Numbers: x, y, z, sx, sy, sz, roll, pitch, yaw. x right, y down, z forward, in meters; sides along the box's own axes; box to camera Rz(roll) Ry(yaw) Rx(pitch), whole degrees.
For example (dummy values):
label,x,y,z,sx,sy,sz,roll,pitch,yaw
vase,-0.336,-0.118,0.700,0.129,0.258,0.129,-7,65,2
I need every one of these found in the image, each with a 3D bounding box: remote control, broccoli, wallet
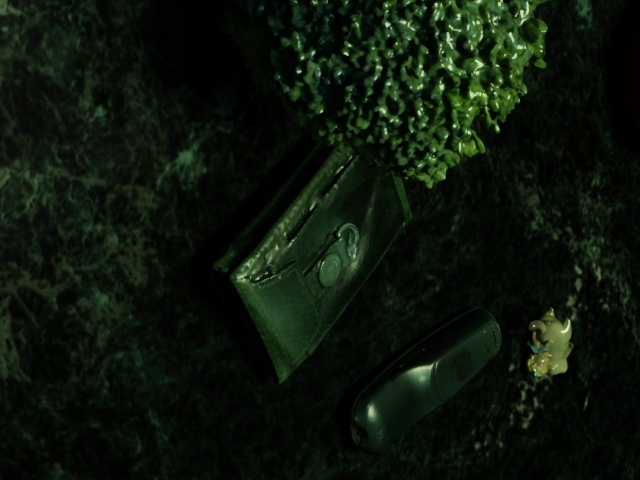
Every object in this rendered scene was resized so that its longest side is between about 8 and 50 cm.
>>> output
label,x,y,z,sx,sy,sz,roll,pitch,yaw
remote control,0.109,0.140,1.622,0.222,0.042,0.072,-35,123,-36
broccoli,0.038,-0.222,1.364,0.249,0.302,0.375,-4,74,-24
wallet,0.002,0.001,1.481,0.236,0.055,0.160,-50,136,-27

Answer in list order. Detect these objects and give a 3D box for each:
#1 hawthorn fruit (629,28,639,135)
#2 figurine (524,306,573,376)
label,x,y,z,sx,sy,sz,roll,pitch,yaw
hawthorn fruit,0.490,-0.180,1.776,0.242,0.271,0.242,-9,101,-53
figurine,0.247,0.118,1.763,0.050,0.047,0.083,-19,120,-26
